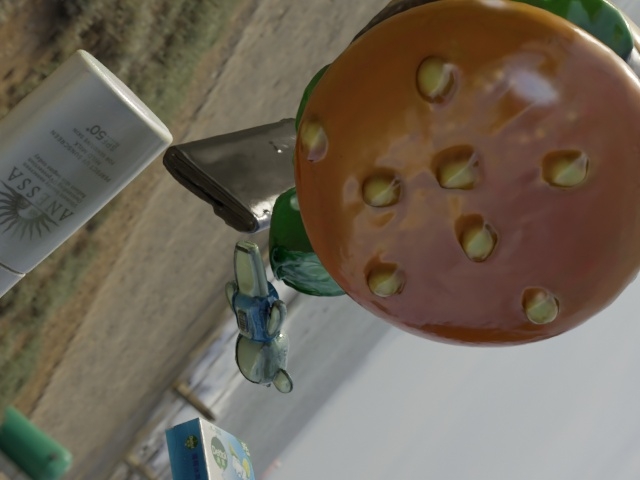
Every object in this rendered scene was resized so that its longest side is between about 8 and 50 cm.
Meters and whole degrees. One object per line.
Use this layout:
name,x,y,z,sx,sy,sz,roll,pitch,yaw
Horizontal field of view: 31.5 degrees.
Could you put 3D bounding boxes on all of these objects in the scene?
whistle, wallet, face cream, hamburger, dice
whistle,-0.085,0.104,1.568,0.077,0.114,0.236,-31,128,-38
wallet,-0.091,-0.127,2.109,0.406,0.228,0.062,-23,150,-56
face cream,-0.359,-0.062,1.380,0.348,0.173,0.081,-41,-141,5
hamburger,0.177,-0.085,1.156,0.396,0.395,0.277,-52,-176,30
dice,0.000,0.000,1.595,0.131,0.128,0.120,73,20,-58

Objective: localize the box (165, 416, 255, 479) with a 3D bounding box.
box,-0.186,0.404,1.975,0.073,0.139,0.194,-21,151,14
